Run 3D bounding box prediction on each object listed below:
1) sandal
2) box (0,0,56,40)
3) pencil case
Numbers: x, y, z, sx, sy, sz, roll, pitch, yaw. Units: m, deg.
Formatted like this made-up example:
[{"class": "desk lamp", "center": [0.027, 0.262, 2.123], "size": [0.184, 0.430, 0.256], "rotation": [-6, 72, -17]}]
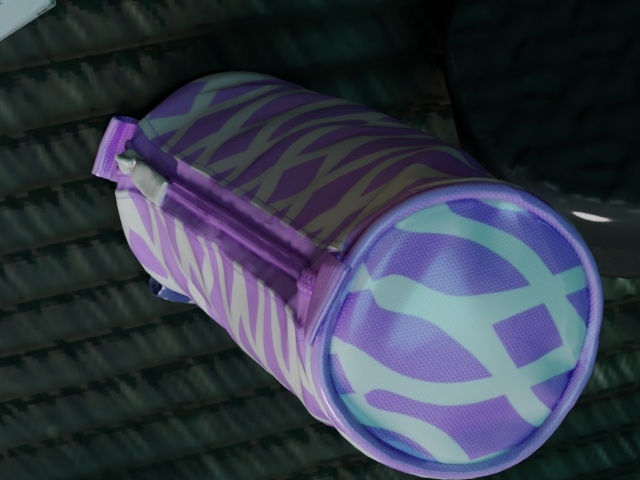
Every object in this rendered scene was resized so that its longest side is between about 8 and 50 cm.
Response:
[{"class": "sandal", "center": [0.252, -0.116, 0.614], "size": [0.446, 0.167, 0.107], "rotation": [-24, 147, 0]}, {"class": "box", "center": [-0.237, -0.105, 0.426], "size": [0.231, 0.127, 0.262], "rotation": [-36, 123, 0]}, {"class": "pencil case", "center": [0.000, 0.000, 0.531], "size": [0.088, 0.206, 0.086], "rotation": [26, 91, -27]}]
